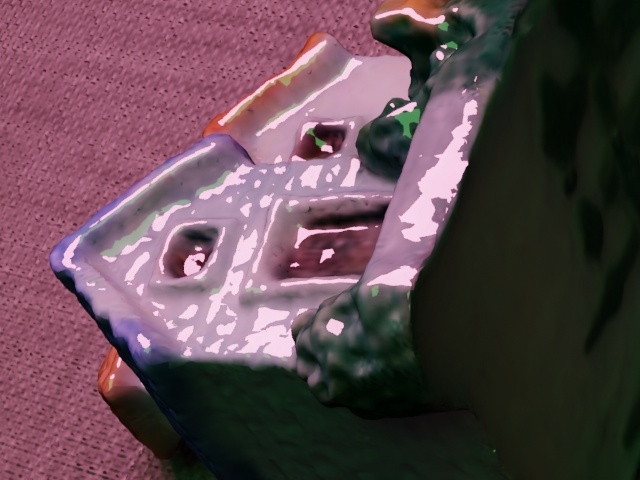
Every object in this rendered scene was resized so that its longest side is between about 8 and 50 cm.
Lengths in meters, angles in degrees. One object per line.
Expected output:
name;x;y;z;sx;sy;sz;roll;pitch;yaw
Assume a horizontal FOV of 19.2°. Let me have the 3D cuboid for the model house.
model house;0.000;0.000;0.993;0.329;0.251;0.294;-2;53;35
